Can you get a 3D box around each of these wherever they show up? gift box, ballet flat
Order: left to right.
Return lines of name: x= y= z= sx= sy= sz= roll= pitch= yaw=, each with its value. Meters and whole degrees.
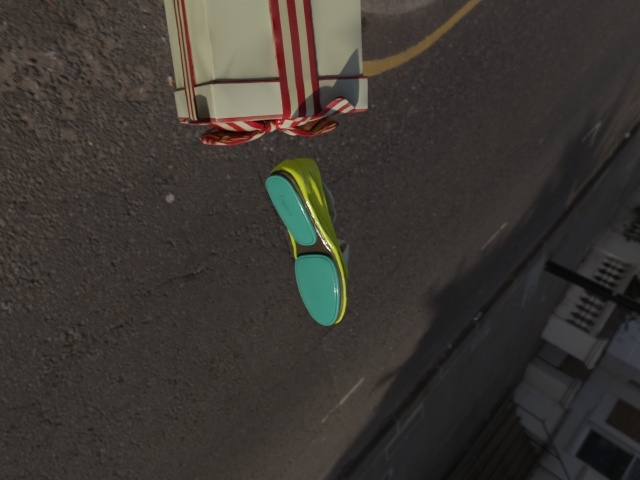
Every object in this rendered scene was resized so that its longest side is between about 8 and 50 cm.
gift box: x=-0.087 y=-0.269 z=0.647 sx=0.255 sy=0.276 sz=0.258 roll=-11 pitch=110 yaw=-21
ballet flat: x=0.000 y=0.000 z=0.597 sx=0.077 sy=0.077 sz=0.230 roll=-41 pitch=122 yaw=-43
